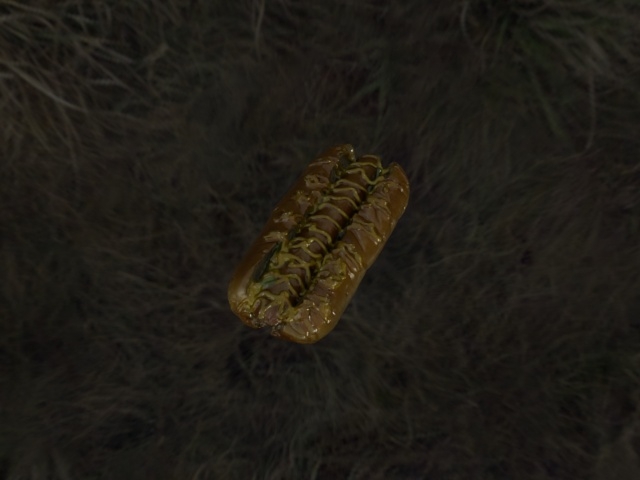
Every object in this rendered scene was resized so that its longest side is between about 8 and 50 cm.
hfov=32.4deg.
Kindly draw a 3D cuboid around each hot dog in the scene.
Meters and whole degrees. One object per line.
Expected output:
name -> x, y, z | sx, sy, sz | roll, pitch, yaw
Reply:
hot dog -> 0.000, 0.000, 0.663 | 0.071, 0.045, 0.165 | 25, 45, 9
